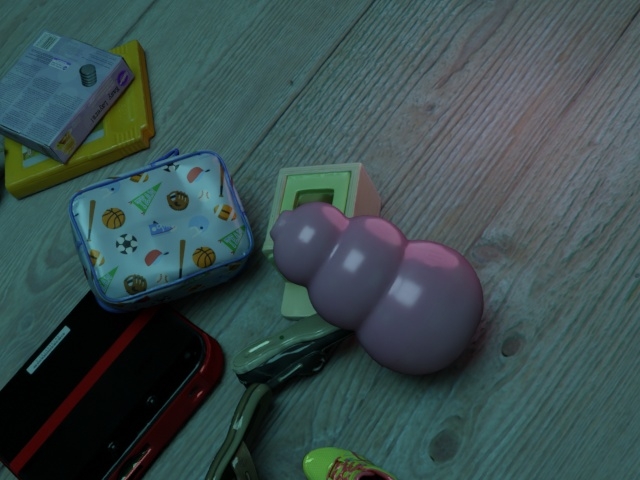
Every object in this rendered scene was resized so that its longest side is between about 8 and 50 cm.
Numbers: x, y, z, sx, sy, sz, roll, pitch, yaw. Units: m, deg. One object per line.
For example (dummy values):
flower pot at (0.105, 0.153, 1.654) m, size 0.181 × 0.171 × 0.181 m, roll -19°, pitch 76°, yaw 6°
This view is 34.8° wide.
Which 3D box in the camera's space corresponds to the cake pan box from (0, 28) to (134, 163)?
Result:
cake pan box at (-0.555, -0.304, 2.105) m, size 0.266 × 0.070 × 0.246 m, roll 22°, pitch 67°, yaw 31°

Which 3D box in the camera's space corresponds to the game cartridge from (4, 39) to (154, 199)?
game cartridge at (-0.507, -0.258, 2.124) m, size 0.323 × 0.053 × 0.285 m, roll -21°, pitch 54°, yaw 10°

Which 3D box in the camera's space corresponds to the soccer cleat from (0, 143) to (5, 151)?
soccer cleat at (-0.725, -0.063, 2.059) m, size 0.116 × 0.143 × 0.331 m, roll 14°, pitch 88°, yaw 44°

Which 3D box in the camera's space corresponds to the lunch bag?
lunch bag at (-0.271, -0.023, 1.763) m, size 0.303 × 0.115 × 0.243 m, roll -19°, pitch 76°, yaw -15°

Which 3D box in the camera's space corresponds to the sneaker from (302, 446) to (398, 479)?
sneaker at (0.056, 0.348, 1.480) m, size 0.208 × 0.094 × 0.082 m, roll 18°, pitch 69°, yaw 32°

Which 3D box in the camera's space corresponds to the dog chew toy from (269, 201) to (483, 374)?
dog chew toy at (0.076, 0.057, 1.525) m, size 0.331 × 0.206 × 0.207 m, roll 32°, pitch 71°, yaw -5°

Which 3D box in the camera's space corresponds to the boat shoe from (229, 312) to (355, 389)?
boat shoe at (-0.026, 0.176, 1.643) m, size 0.233 × 0.079 × 0.084 m, roll -26°, pitch 19°, yaw 3°

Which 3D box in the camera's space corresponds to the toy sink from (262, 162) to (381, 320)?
toy sink at (0.000, 0.000, 1.701) m, size 0.152 × 0.131 × 0.234 m, roll -2°, pitch 59°, yaw 22°

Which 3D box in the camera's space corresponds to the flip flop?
flip flop at (-0.120, 0.351, 1.554) m, size 0.080 × 0.112 × 0.277 m, roll 19°, pitch 64°, yaw 8°

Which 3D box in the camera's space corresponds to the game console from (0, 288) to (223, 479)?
game console at (-0.380, 0.261, 1.747) m, size 0.342 × 0.060 × 0.386 m, roll 29°, pitch 73°, yaw 39°
